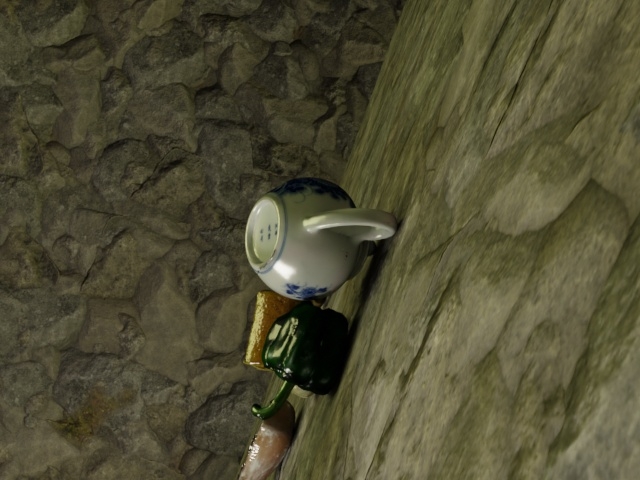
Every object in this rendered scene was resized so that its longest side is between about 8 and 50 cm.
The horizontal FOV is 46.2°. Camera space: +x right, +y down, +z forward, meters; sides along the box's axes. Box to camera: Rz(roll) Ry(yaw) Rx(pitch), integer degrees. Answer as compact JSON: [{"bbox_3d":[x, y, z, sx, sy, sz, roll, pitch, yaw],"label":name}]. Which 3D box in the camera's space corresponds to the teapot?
[{"bbox_3d":[0.000,0.000,1.552,0.424,0.280,0.252,-22,64,55],"label":"teapot"}]

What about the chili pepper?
[{"bbox_3d":[-0.043,0.252,1.524,0.174,0.165,0.261,5,73,67],"label":"chili pepper"}]

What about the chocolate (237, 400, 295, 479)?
[{"bbox_3d":[-0.125,0.533,1.924,0.161,0.083,0.261,-41,-23,-59],"label":"chocolate"}]

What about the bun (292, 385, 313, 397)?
[{"bbox_3d":[-0.034,0.281,1.773,0.188,0.111,0.164,-110,27,-73],"label":"bun"}]

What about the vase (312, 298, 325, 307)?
[{"bbox_3d":[-0.028,0.055,2.323,0.302,0.241,0.329,-48,-45,-65],"label":"vase"}]

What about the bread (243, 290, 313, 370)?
[{"bbox_3d":[-0.087,0.205,1.665,0.103,0.132,0.172,74,-156,-70],"label":"bread"}]
